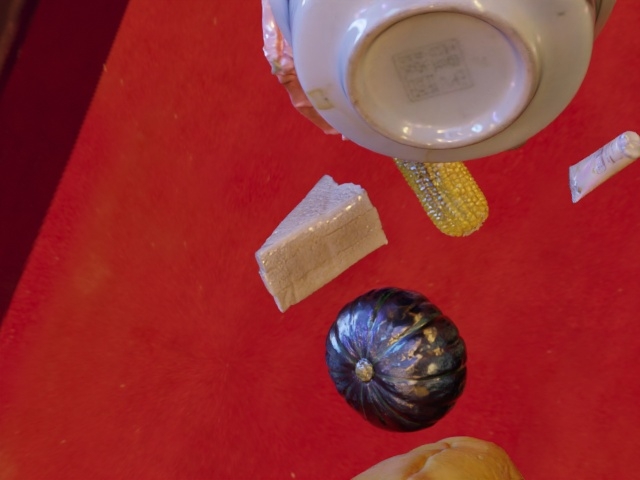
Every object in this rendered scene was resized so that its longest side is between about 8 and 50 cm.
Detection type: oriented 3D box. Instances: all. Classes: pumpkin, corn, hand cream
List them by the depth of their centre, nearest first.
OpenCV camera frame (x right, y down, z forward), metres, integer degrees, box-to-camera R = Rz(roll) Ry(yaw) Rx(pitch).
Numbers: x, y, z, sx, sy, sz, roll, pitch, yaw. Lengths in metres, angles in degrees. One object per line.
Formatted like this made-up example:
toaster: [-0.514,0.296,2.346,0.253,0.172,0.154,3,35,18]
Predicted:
corn: [0.128,-0.094,1.197,0.072,0.072,0.203,-33,92,-8]
pumpkin: [0.095,0.154,1.288,0.150,0.194,0.194,17,79,-42]
hand cream: [0.392,-0.107,1.401,0.039,0.143,0.061,7,65,-24]

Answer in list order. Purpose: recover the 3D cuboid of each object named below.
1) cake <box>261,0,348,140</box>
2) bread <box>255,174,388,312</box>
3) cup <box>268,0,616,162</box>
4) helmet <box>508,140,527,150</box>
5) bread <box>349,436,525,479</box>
cake: [0.093,-0.346,1.629,0.314,0.307,0.293,-8,68,20]
bread: [-0.016,0.000,1.075,0.152,0.105,0.077,-30,112,-21]
cup: [0.112,-0.198,0.930,0.347,0.347,0.163,9,49,-4]
helmet: [0.176,-0.235,1.253,0.257,0.140,0.205,19,52,-4]
bread: [0.070,0.241,0.726,0.132,0.294,0.166,-23,79,25]
